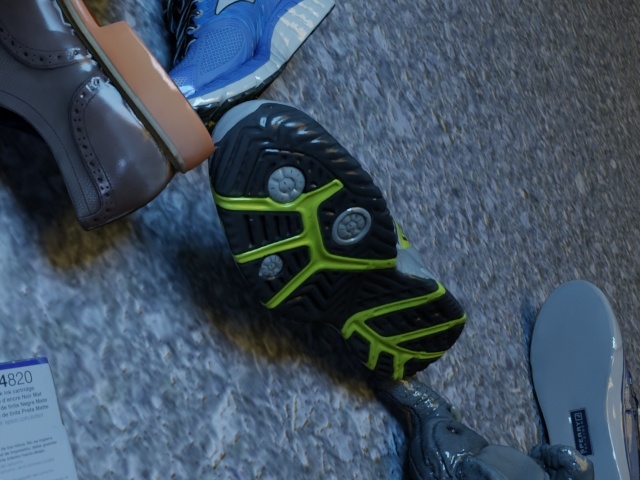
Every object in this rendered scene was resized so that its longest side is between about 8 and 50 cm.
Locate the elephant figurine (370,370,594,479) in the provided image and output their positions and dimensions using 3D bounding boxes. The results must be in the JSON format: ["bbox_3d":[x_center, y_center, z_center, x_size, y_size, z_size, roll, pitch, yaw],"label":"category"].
[{"bbox_3d":[0.156,0.256,0.981,0.239,0.186,0.169,28,83,-27],"label":"elephant figurine"}]

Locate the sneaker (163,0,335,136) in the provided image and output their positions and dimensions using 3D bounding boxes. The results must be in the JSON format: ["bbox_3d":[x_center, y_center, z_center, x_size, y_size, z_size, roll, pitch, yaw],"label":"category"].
[{"bbox_3d":[-0.108,-0.195,0.921,0.147,0.130,0.330,40,38,-10],"label":"sneaker"}]

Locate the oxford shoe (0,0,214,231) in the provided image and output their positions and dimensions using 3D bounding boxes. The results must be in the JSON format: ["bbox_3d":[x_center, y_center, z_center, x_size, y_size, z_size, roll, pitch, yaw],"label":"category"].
[{"bbox_3d":[-0.243,-0.169,0.712,0.364,0.133,0.130,49,-8,5],"label":"oxford shoe"}]

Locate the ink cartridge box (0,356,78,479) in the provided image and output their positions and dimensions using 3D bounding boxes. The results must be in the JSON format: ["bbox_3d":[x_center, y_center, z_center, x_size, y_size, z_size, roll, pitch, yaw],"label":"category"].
[{"bbox_3d":[-0.241,0.195,0.580,0.223,0.045,0.224,-1,71,-52],"label":"ink cartridge box"}]

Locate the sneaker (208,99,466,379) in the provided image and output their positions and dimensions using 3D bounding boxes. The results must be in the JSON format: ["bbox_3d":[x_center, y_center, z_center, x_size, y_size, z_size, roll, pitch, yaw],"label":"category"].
[{"bbox_3d":[0.000,0.000,0.895,0.147,0.145,0.385,53,1,43],"label":"sneaker"}]

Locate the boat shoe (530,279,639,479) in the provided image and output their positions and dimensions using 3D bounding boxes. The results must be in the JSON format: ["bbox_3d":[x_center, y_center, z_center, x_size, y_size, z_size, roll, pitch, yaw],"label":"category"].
[{"bbox_3d":[0.378,0.233,1.288,0.158,0.127,0.340,26,60,-50],"label":"boat shoe"}]
